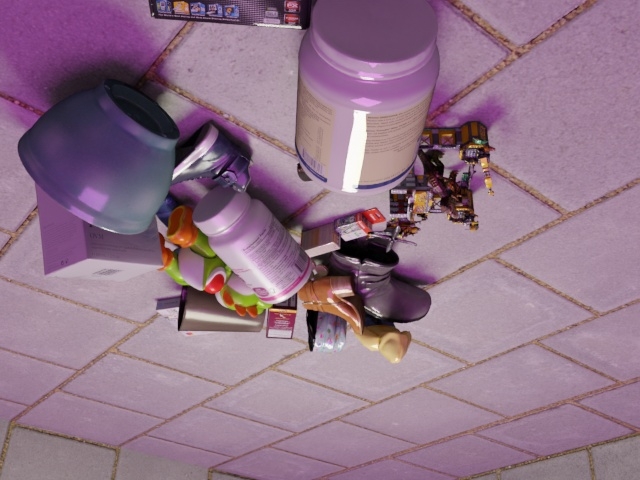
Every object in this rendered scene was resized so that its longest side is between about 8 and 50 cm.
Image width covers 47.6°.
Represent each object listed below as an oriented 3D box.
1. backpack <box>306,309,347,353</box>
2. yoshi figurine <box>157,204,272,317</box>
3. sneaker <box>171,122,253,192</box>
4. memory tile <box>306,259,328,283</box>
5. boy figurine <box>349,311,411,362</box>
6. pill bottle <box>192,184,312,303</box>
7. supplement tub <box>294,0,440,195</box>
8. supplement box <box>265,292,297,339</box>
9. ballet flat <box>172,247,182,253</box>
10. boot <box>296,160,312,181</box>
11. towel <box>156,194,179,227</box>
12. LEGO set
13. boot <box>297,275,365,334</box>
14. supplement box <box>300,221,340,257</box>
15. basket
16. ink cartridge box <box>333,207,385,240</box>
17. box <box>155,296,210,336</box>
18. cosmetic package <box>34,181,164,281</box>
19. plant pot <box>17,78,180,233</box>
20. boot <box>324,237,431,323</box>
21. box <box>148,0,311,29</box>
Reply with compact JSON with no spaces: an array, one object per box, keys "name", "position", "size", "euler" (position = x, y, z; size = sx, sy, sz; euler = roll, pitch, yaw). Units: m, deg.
[{"name":"backpack","position":[0.017,0.229,2.051],"size":[0.115,0.182,0.152],"euler":[2,146,1]},{"name":"yoshi figurine","position":[-0.263,0.053,1.826],"size":[0.204,0.203,0.362],"euler":[5,153,50]},{"name":"sneaker","position":[-0.249,-0.145,1.585],"size":[0.226,0.086,0.163],"euler":[-28,133,36]},{"name":"memory tile","position":[-0.048,0.078,1.915],"size":[0.148,0.012,0.113],"euler":[26,140,14]},{"name":"boy figurine","position":[0.172,0.260,2.022],"size":[0.177,0.092,0.285],"euler":[10,-171,-8]},{"name":"pill bottle","position":[-0.160,0.004,1.703],"size":[0.160,0.160,0.283],"euler":[-20,125,30]},{"name":"supplement tub","position":[0.076,-0.256,1.261],"size":[0.236,0.235,0.325],"euler":[4,147,-2]},{"name":"supplement box","position":[-0.111,0.198,2.081],"size":[0.081,0.104,0.188],"euler":[5,147,-4]},{"name":"ballet flat","position":[-0.310,0.075,1.945],"size":[0.206,0.073,0.067],"euler":[24,161,-23]},{"name":"boot","position":[-0.002,-0.170,1.530],"size":[0.137,0.076,0.198],"euler":[-2,155,16]},{"name":"towel","position":[-0.366,-0.071,1.756],"size":[0.067,0.029,0.119],"euler":[-9,144,15]},{"name":"LEGO set","position":[0.243,-0.087,1.546],"size":[0.255,0.192,0.331],"euler":[5,147,-4]},{"name":"boot","position":[0.031,0.173,1.902],"size":[0.152,0.073,0.197],"euler":[-9,120,18]},{"name":"supplement box","position":[0.000,0.000,1.812],"size":[0.098,0.062,0.036],"euler":[-16,142,27]},{"name":"basket","position":[-0.275,0.185,2.038],"size":[0.227,0.154,0.204],"euler":[8,146,-15]},{"name":"ink cartridge box","position":[0.097,-0.038,1.778],"size":[0.115,0.029,0.063],"euler":[-16,142,26]},{"name":"box","position":[-0.390,0.231,2.209],"size":[0.145,0.038,0.186],"euler":[-10,144,18]},{"name":"cosmetic package","position":[-0.477,-0.039,1.576],"size":[0.138,0.224,0.224],"euler":[-20,165,27]},{"name":"plant pot","position":[-0.397,-0.183,1.399],"size":[0.293,0.293,0.196],"euler":[29,111,-35]},{"name":"boot","position":[0.166,0.105,1.912],"size":[0.338,0.118,0.222],"euler":[11,144,-12]},{"name":"box","position":[-0.144,-0.444,1.147],"size":[0.270,0.060,0.216],"euler":[4,147,-3]}]
